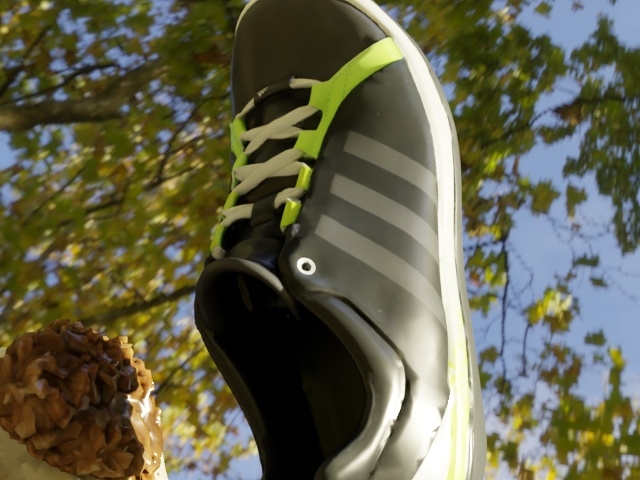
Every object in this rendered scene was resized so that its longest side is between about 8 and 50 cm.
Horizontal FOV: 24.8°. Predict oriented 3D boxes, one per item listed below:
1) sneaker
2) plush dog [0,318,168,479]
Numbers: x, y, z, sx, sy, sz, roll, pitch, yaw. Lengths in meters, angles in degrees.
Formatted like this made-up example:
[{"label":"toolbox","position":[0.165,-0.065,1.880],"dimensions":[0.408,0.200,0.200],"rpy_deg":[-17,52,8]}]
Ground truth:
[{"label":"sneaker","position":[0.000,0.000,0.518],"dimensions":[0.084,0.097,0.234],"rpy_deg":[-27,-115,32]},{"label":"plush dog","position":[-0.174,0.100,0.617],"dimensions":[0.225,0.210,0.262],"rpy_deg":[16,-47,-3]}]
